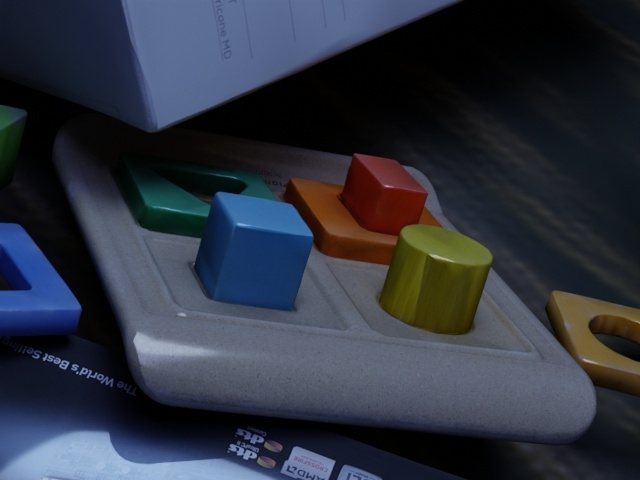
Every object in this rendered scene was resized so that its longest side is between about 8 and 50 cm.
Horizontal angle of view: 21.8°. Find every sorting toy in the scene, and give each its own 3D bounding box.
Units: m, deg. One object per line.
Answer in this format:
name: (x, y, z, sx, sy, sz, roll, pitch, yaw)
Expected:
sorting toy: (0.000, 0.000, 0.647, 0.347, 0.047, 0.196, 9, 25, -22)

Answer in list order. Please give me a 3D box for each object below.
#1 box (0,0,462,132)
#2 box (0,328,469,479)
box: (-0.015, -0.201, 0.755, 0.345, 0.168, 0.215, -27, 30, -33)
box: (-0.098, 0.144, 0.518, 0.307, 0.076, 0.242, 21, 45, 5)
